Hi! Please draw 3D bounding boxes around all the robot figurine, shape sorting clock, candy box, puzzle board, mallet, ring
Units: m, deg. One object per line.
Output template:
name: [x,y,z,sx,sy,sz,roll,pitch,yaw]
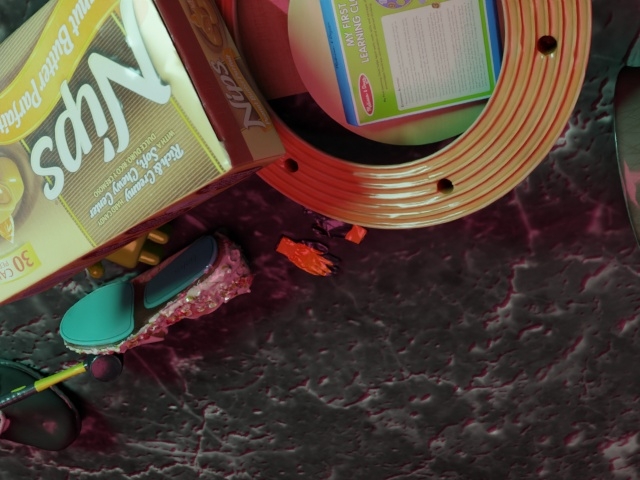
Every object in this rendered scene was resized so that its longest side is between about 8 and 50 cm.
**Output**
robot figurine: [-0.207,-0.015,0.766,0.115,0.067,0.101,24,106,-7]
shape sorting clock: [0.075,-0.179,0.639,0.206,0.040,0.206,0,116,0]
candy box: [-0.204,-0.082,0.647,0.316,0.087,0.183,-25,91,29]
puzzle board: [-0.041,-0.186,0.667,0.096,0.011,0.128,-10,123,11]
mallet: [-0.312,0.158,0.868,0.189,0.062,0.039,-20,109,-1]
ring: [0.035,-0.162,0.595,0.336,0.032,0.337,12,123,19]

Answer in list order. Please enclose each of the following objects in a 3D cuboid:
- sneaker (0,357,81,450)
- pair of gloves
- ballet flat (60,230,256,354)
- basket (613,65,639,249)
sneaker: [-0.450,0.197,0.893,0.330,0.146,0.122,25,122,-12]
pair of gloves: [0.000,0.000,0.788,0.074,0.010,0.083,28,121,-12]
ballet flat: [-0.170,0.071,0.816,0.240,0.091,0.077,-24,140,25]
basket: [0.362,-0.062,0.574,0.226,0.154,0.204,-7,134,36]
